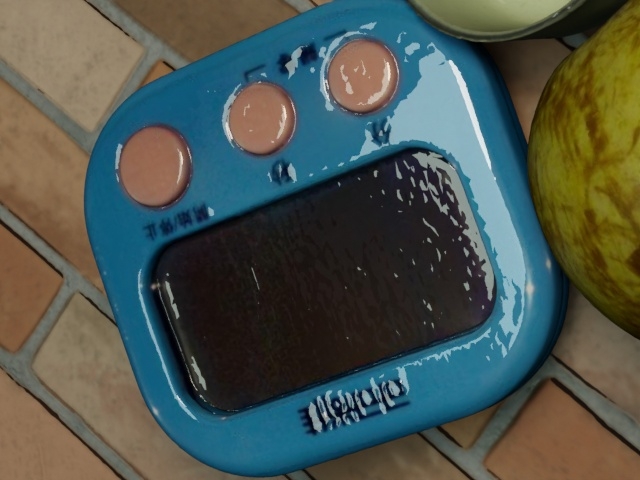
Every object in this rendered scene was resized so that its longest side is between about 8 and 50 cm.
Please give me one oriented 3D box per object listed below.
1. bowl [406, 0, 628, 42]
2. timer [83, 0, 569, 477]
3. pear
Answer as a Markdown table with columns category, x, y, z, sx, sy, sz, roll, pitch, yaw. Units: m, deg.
| category | x | y | z | sx | sy | sz | roll | pitch | yaw |
| --- | --- | --- | --- | --- | --- | --- | --- | --- | --- |
| bowl | 0.153 | -0.224 | 1.049 | 0.211 | 0.112 | 0.211 | -9 | 76 | 39 |
| timer | 0.000 | 0.000 | 1.145 | 0.340 | 0.115 | 0.309 | -21 | 85 | 23 |
| pear | 0.270 | -0.047 | 0.951 | 0.283 | 0.283 | 0.284 | 2 | 95 | 23 |
